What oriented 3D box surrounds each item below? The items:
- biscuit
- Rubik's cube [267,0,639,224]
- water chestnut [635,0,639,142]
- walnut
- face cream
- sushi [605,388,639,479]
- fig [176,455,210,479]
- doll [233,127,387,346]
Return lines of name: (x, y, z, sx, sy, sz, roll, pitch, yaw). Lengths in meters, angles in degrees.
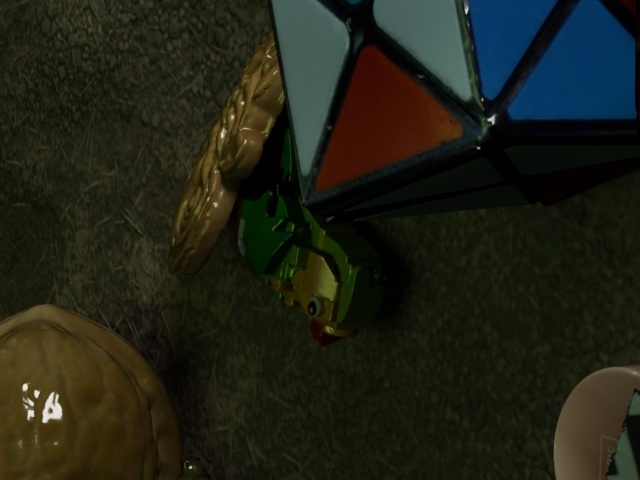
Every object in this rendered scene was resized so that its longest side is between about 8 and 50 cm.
biscuit: (-0.090, -0.088, 1.788, 0.288, 0.044, 0.202, 121, 166, -44)
Rubik's cube: (0.128, -0.160, 1.387, 0.250, 0.248, 0.246, -22, 74, 54)
water chestnut: (0.325, -0.113, 1.106, 0.289, 0.244, 0.289, -40, 25, 23)
walnut: (-0.300, 0.234, 1.995, 0.333, 0.333, 0.332, 7, 98, 54)
face cream: (0.259, 0.163, 1.348, 0.149, 0.104, 0.149, 6, 97, 54)
sushi: (0.317, 0.256, 1.241, 0.294, 0.059, 0.292, 19, 119, 18)
fig: (-0.125, 0.328, 1.872, 0.245, 0.195, 0.195, -80, 14, -52)
doll: (-0.004, 0.006, 1.704, 0.134, 0.106, 0.186, -57, 49, 33)
